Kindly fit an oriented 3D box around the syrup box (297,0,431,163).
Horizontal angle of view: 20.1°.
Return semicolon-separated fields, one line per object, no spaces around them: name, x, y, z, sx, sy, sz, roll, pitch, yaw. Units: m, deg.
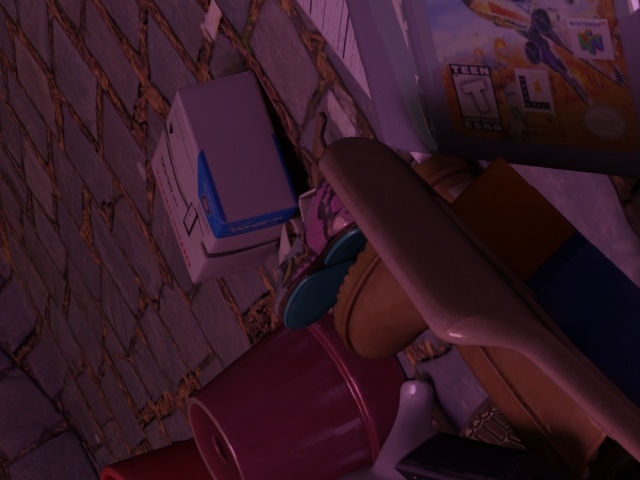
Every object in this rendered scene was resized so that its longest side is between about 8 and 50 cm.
syrup box;0.051;-0.181;1.298;0.237;0.093;0.096;55;158;26

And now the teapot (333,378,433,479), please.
teapot;0.075;0.309;1.686;0.252;0.256;0.187;46;-159;-12

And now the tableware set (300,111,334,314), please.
tableware set;0.009;-0.014;1.687;0.128;0.039;0.194;56;158;24

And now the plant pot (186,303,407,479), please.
plant pot;-0.025;0.175;1.791;0.201;0.180;0.201;52;158;32

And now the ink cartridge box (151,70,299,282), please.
ink cartridge box;-0.100;-0.059;1.816;0.203;0.085;0.148;124;128;-67

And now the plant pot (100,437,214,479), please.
plant pot;-0.078;0.325;2.008;0.275;0.243;0.275;51;155;34

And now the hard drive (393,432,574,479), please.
hard drive;0.188;0.235;1.353;0.254;0.054;0.172;42;163;-21

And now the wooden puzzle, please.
wooden puzzle;0.177;0.067;1.042;0.348;0.080;0.322;37;-172;-21

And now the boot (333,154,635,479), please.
boot;0.128;0.095;1.397;0.269;0.089;0.236;53;145;28

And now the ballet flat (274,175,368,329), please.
ballet flat;0.000;0.000;1.610;0.079;0.076;0.221;62;154;18

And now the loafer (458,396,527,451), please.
loafer;0.167;0.235;1.508;0.102;0.092;0.269;29;125;38

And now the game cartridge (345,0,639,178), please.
game cartridge;0.131;-0.138;1.068;0.297;0.062;0.198;9;128;43
